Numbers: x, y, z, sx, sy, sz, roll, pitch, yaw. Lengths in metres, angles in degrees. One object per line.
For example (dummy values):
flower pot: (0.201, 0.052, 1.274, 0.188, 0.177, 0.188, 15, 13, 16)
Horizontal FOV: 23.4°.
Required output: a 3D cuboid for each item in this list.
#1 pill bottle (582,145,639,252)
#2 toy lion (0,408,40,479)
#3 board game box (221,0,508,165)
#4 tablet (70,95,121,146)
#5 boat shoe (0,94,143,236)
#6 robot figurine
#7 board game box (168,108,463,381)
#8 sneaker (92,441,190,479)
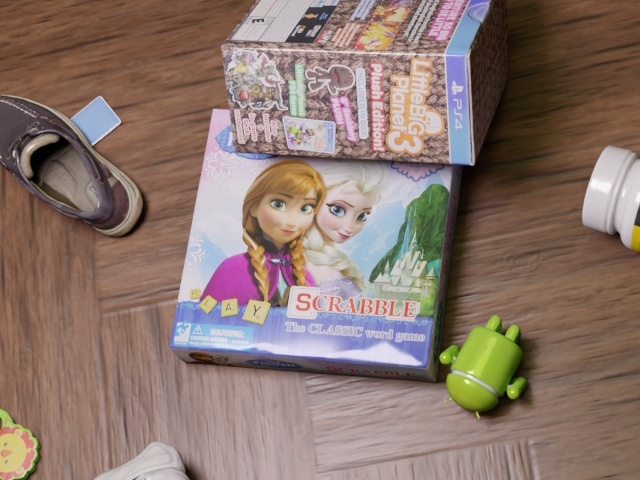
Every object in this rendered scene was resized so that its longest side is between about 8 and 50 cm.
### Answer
pill bottle: (0.411, -0.032, 1.743, 0.208, 0.119, 0.119, 18, 75, 20)
toy lion: (-0.392, 0.251, 1.886, 0.096, 0.034, 0.100, -14, 66, 1)
board game box: (0.060, -0.211, 1.830, 0.291, 0.141, 0.232, 4, 33, 16)
tablet: (-0.307, -0.147, 2.031, 0.083, 0.006, 0.054, -39, 66, -2)
boat shoe: (-0.349, -0.107, 1.974, 0.285, 0.092, 0.103, 39, 93, 24)
robot figurine: (0.187, 0.144, 1.759, 0.101, 0.067, 0.115, 26, 78, 13)
board game box: (0.000, 0.000, 1.862, 0.319, 0.066, 0.318, 3, 70, 15)
sneaker: (-0.263, 0.343, 1.787, 0.292, 0.110, 0.118, -36, 29, 10)
